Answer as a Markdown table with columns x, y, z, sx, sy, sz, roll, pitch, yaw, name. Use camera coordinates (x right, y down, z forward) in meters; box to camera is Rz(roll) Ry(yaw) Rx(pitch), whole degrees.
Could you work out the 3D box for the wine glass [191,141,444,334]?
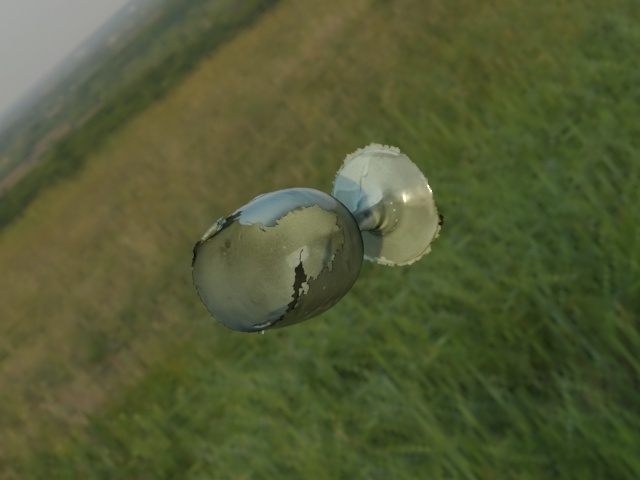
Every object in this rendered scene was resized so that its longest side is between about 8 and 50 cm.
| x | y | z | sx | sy | sz | roll | pitch | yaw | name |
| --- | --- | --- | --- | --- | --- | --- | --- | --- | --- |
| 0.000 | 0.000 | 1.688 | 0.143 | 0.143 | 0.321 | -34 | -2 | 33 | wine glass |
